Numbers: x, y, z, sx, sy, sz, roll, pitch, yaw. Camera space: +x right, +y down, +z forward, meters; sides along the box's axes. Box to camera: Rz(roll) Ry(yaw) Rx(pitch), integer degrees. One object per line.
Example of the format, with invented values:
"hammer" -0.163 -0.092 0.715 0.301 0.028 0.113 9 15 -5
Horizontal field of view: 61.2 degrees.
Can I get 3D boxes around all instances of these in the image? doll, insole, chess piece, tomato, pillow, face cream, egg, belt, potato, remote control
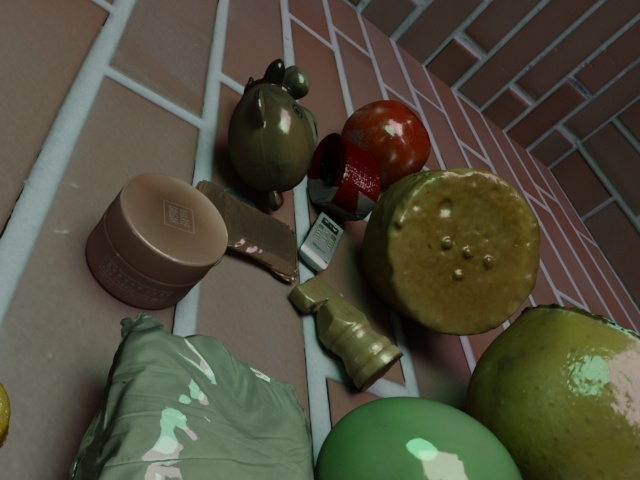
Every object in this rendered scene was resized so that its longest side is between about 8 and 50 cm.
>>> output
"doll" -0.093 -0.219 1.034 0.175 0.234 0.329 -4 33 1
"insole" -0.161 -0.032 0.895 0.080 0.003 0.232 40 31 -12
"chess piece" 0.034 0.139 0.879 0.200 0.090 0.090 47 29 22
"tomato" 0.168 -0.254 1.380 0.232 0.188 0.231 29 34 -22
"pillow" -0.120 -0.017 0.896 0.211 0.034 0.135 29 40 -31
"pillow" -0.104 0.241 0.525 0.283 0.138 0.309 38 33 -32
"face cream" -0.209 0.001 0.700 0.149 0.104 0.149 31 34 -24
"egg" 0.117 0.301 0.640 0.270 0.220 0.220 28 35 -25
"belt" 0.056 -0.131 1.158 0.124 0.128 0.200 26 35 -29
"potato" 0.417 0.358 0.877 0.442 0.385 0.319 43 65 7
"remote control" 0.000 0.000 1.034 0.065 0.029 0.166 41 26 -7

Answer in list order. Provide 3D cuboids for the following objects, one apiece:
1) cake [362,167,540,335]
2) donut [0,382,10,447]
"cake" 0.231 0.014 1.110 0.332 0.332 0.321 41 -6 -10
"donut" -0.317 0.145 0.463 0.108 0.043 0.097 45 31 -11
